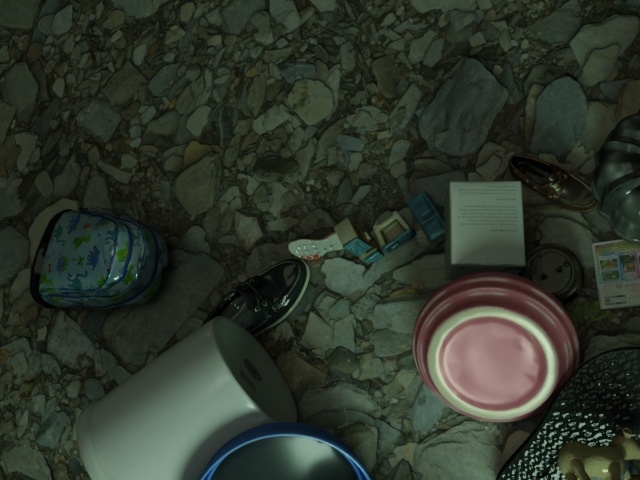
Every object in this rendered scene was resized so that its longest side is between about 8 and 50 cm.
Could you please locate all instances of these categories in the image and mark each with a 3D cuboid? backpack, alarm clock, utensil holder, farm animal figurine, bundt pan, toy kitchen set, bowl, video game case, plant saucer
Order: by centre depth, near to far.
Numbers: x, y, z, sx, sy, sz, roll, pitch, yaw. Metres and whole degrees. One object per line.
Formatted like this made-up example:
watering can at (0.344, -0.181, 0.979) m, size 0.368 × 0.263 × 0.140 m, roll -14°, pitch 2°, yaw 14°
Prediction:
farm animal figurine at (0.590, 0.442, 1.411) m, size 0.327 × 0.330 × 0.172 m, roll -27°, pitch 24°, yaw 17°
bundt pan at (0.704, -0.141, 1.567) m, size 0.331 × 0.124 × 0.330 m, roll -5°, pitch 73°, yaw 17°
plant saucer at (0.342, 0.228, 1.579) m, size 0.332 × 0.084 × 0.332 m, roll 6°, pitch 112°, yaw 15°
video game case at (0.643, 0.064, 1.618) m, size 0.157 × 0.019 × 0.143 m, roll -9°, pitch 72°, yaw 24°
bowl at (-0.076, 0.559, 1.661) m, size 0.391 × 0.077 × 0.391 m, roll -1°, pitch 106°, yaw -4°
alarm clock at (0.477, 0.055, 1.677) m, size 0.129 × 0.064 × 0.192 m, roll -26°, pitch 63°, yaw 17°
toy kitchen set at (0.165, -0.021, 1.782) m, size 0.207 × 0.166 × 0.122 m, roll -35°, pitch 64°, yaw 13°
utensil holder at (-0.292, 0.400, 1.797) m, size 0.385 × 0.327 × 0.327 m, roll -37°, pitch 63°, yaw 8°
backpack at (-0.576, 0.052, 2.087) m, size 0.356 × 0.273 × 0.290 m, roll 11°, pitch 74°, yaw 15°

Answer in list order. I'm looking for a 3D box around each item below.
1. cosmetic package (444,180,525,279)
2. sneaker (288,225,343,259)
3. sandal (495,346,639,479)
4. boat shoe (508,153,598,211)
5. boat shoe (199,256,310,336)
cosmetic package at (0.343, -0.018, 1.684) m, size 0.151 × 0.151 × 0.183 m, roll 1°, pitch 76°, yaw 4°
sneaker at (0.000, 0.000, 1.924) m, size 0.158 × 0.061 × 0.065 m, roll -10°, pitch 33°, yaw 15°
sandal at (0.504, 0.364, 1.549) m, size 0.167 × 0.107 × 0.445 m, roll 43°, pitch 109°, yaw 11°
boat shoe at (0.497, -0.126, 1.711) m, size 0.207 × 0.073 × 0.073 m, roll 28°, pitch 85°, yaw 27°
boat shoe at (-0.175, 0.157, 1.922) m, size 0.340 × 0.113 × 0.127 m, roll -37°, pitch 62°, yaw 11°
